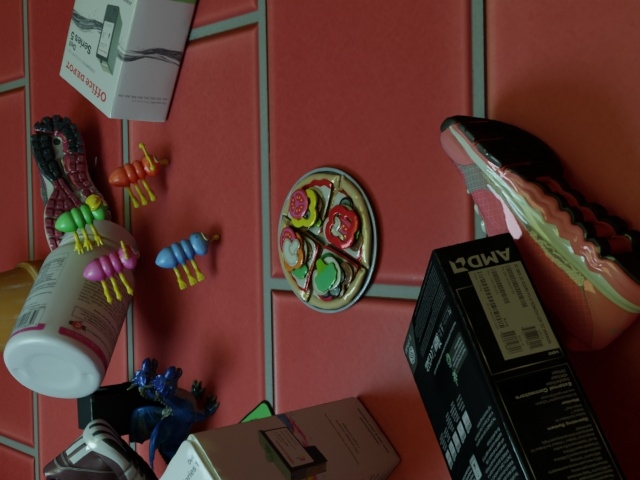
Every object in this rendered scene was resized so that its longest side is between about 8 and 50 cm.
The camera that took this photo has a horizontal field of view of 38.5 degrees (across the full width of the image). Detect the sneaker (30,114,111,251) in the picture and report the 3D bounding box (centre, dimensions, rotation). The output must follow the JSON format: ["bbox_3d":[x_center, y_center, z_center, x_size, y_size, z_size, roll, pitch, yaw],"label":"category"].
[{"bbox_3d":[-0.462,-0.082,1.719,0.112,0.121,0.299,134,125,-73],"label":"sneaker"}]

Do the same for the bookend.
[{"bbox_3d":[-0.358,0.289,1.572,0.156,0.157,0.072,-7,86,47],"label":"bookend"}]

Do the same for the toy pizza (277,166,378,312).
[{"bbox_3d":[0.000,0.000,1.257,0.201,0.032,0.201,3,94,47],"label":"toy pizza"}]

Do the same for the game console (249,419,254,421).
[{"bbox_3d":[-0.119,0.350,1.369,0.122,0.107,0.071,53,156,32],"label":"game console"}]

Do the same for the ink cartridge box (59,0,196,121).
[{"bbox_3d":[-0.320,-0.360,1.531,0.198,0.115,0.273,39,119,40],"label":"ink cartridge box"}]

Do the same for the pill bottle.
[{"bbox_3d":[-0.403,0.106,1.529,0.160,0.160,0.283,-44,25,40],"label":"pill bottle"}]

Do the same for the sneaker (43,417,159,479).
[{"bbox_3d":[-0.352,0.415,1.480,0.106,0.162,0.281,44,165,52],"label":"sneaker"}]

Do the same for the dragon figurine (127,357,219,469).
[{"bbox_3d":[-0.252,0.307,1.465,0.085,0.144,0.289,37,118,41],"label":"dragon figurine"}]

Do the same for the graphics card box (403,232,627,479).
[{"bbox_3d":[0.193,0.207,0.902,0.233,0.094,0.371,94,159,-57],"label":"graphics card box"}]

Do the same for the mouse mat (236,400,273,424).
[{"bbox_3d":[-0.102,0.351,1.405,0.189,0.007,0.152,-46,59,37],"label":"mouse mat"}]

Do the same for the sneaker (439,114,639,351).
[{"bbox_3d":[0.211,-0.011,0.965,0.314,0.116,0.136,52,128,32],"label":"sneaker"}]

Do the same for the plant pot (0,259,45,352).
[{"bbox_3d":[-0.631,0.145,1.841,0.205,0.188,0.205,3,94,47],"label":"plant pot"}]

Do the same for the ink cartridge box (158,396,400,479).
[{"bbox_3d":[-0.067,0.322,1.159,0.117,0.278,0.201,52,126,31],"label":"ink cartridge box"}]

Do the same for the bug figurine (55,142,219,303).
[{"bbox_3d":[-0.304,-0.026,1.480,0.279,0.216,0.072,53,165,31],"label":"bug figurine"}]
